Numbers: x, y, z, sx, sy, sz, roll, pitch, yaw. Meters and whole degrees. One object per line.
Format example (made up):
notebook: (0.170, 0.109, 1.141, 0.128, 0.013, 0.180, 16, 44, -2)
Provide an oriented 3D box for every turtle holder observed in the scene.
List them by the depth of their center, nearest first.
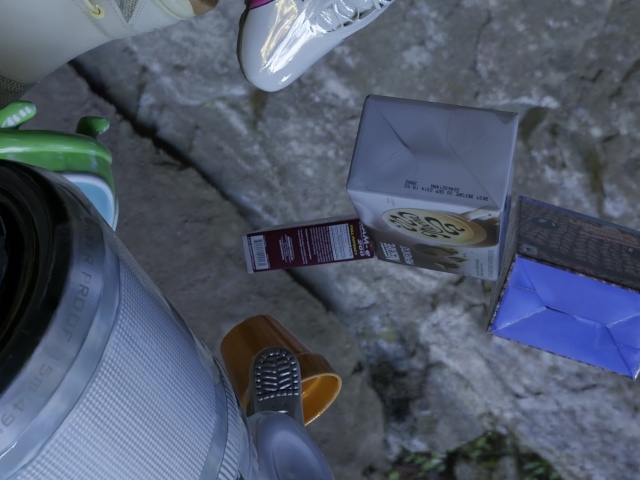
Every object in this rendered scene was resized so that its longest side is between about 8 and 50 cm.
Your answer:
turtle holder: (-0.395, -0.041, 1.146, 0.320, 0.243, 0.227, 22, 59, -79)

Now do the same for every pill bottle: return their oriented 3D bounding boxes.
pill bottle: (-0.156, 0.376, 1.197, 0.188, 0.334, 0.188, 47, 22, -25)

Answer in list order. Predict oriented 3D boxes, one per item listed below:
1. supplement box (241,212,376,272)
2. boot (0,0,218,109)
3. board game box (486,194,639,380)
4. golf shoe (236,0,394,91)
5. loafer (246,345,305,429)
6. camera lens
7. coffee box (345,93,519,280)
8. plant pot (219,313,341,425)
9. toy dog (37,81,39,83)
supplement box: (0.000, 0.000, 1.566, 0.130, 0.239, 0.073, -21, 103, -67)
boot: (-0.207, -0.199, 0.511, 0.262, 0.203, 0.095, 49, 32, -38)
board game box: (0.404, 0.064, 1.454, 0.291, 0.232, 0.141, -59, 165, -66)
golf shoe: (0.015, -0.170, 0.583, 0.067, 0.186, 0.086, 32, 12, -37)
loafer: (-0.068, 0.295, 1.402, 0.102, 0.092, 0.268, 3, 88, -7)
camera lens: (-0.175, 0.104, 0.535, 0.274, 0.219, 0.219, 62, 37, -48)
coffee box: (0.141, -0.053, 1.086, 0.297, 0.168, 0.119, 59, 42, -71)
plant pot: (-0.094, 0.251, 1.741, 0.205, 0.205, 0.188, 2, 43, -47)
toy dog: (-0.532, -0.461, 1.578, 0.395, 0.285, 0.408, 24, 75, -63)
